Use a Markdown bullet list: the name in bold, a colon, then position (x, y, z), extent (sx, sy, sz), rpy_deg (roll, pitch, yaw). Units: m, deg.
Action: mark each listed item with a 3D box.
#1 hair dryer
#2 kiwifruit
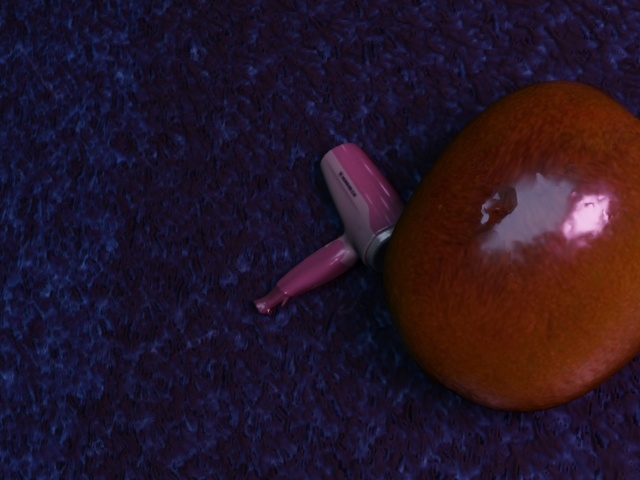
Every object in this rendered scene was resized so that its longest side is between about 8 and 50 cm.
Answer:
- **hair dryer**: position (0.001, 0.007, 1.158), extent (0.154, 0.054, 0.106), rpy_deg (-44, 56, 14)
- **kiwifruit**: position (0.148, 0.009, 0.999), extent (0.234, 0.196, 0.196), rpy_deg (-48, 60, 15)
